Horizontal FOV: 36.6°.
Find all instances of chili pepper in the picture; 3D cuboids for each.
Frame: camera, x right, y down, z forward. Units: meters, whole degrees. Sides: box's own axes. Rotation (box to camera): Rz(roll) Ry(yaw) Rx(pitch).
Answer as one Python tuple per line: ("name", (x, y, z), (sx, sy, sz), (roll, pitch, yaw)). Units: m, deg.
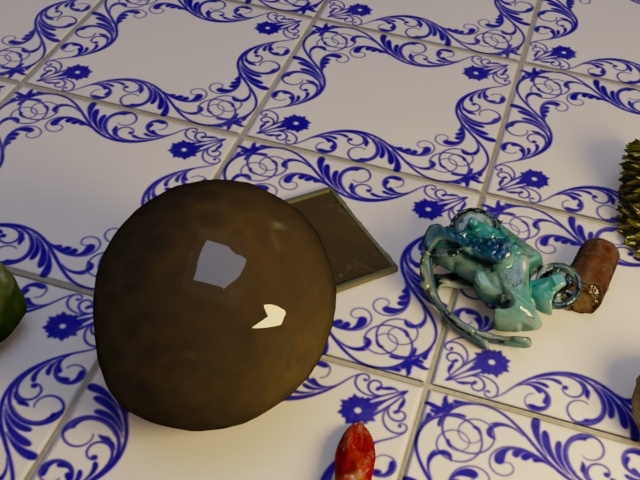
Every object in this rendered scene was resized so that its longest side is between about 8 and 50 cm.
("chili pepper", (0.048, 0.324, 1.383), (0.059, 0.050, 0.191), (5, 31, 5))

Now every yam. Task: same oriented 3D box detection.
("yam", (0.467, 0.062, 1.681), (0.079, 0.079, 0.141), (21, 45, 17))

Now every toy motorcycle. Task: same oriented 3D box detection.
("toy motorcycle", (0.284, 0.067, 1.621), (0.260, 0.154, 0.206), (39, 76, 26))

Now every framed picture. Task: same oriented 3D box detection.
("framed picture", (0.000, 0.000, 1.748), (0.184, 0.016, 0.250), (-19, 48, -23))

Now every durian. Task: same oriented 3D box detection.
("durian", (0.657, -0.080, 1.795), (0.198, 0.163, 0.394), (1, 37, -8))

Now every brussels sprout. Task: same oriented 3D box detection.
("brussels sprout", (-0.536, 0.107, 1.500), (0.151, 0.149, 0.122), (-45, 72, 5))

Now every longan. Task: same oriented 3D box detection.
("longan", (-0.163, 0.087, 1.420), (0.405, 0.336, 0.404), (-26, 39, 23))

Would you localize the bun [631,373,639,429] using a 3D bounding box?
("bun", (0.543, 0.240, 1.465), (0.173, 0.166, 0.113), (-12, 2, -27))
